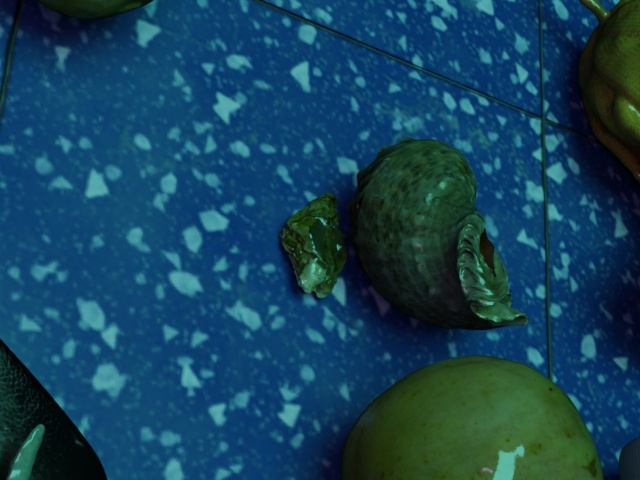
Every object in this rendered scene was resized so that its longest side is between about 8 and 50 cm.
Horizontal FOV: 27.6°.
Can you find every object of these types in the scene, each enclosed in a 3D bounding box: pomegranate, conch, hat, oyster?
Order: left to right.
[{"bbox_3d":[-0.002,-0.001,1.004,0.051,0.034,0.093,14,57,-37],"label":"oyster"},{"bbox_3d":[0.103,0.004,1.001,0.155,0.207,0.130,20,103,-32],"label":"conch"},{"bbox_3d":[0.102,0.175,0.898,0.191,0.191,0.191,15,61,-29],"label":"pomegranate"},{"bbox_3d":[0.320,-0.173,1.209,0.233,0.244,0.233,43,42,7],"label":"hat"}]

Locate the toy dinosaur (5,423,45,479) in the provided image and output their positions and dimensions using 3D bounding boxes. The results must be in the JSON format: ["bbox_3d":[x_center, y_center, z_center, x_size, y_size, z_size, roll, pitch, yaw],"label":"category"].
[{"bbox_3d":[-0.155,0.303,0.709,0.205,0.092,0.393,7,67,-42],"label":"toy dinosaur"}]

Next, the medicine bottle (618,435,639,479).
[{"bbox_3d":[0.331,0.315,0.973,0.208,0.208,0.340,12,62,-30],"label":"medicine bottle"}]

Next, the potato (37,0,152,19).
[{"bbox_3d":[-0.171,-0.303,0.937,0.210,0.173,0.307,4,64,-35],"label":"potato"}]

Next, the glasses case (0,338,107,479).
[{"bbox_3d":[-0.252,0.081,0.764,0.314,0.075,0.122,48,51,-6],"label":"glasses case"}]
